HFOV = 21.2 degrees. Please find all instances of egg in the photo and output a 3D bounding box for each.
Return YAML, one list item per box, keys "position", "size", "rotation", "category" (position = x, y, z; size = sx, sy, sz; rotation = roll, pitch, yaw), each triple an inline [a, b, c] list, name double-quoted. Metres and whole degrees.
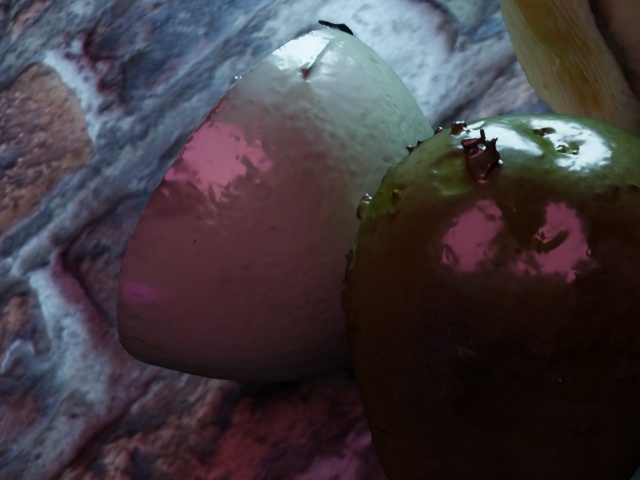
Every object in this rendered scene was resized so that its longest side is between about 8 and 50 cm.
- position: [0.000, 0.000, 1.424]
  size: [0.201, 0.337, 0.337]
  rotation: [31, 83, 20]
  category: "egg"

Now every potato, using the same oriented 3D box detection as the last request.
- position: [0.136, 0.078, 1.271]
  size: [0.270, 0.359, 0.219]
  rotation: [19, 33, 7]
  category: "potato"

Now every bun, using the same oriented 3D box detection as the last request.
- position: [0.256, -0.191, 1.419]
  size: [0.153, 0.244, 0.244]
  rotation: [-28, 53, -9]
  category: "bun"
